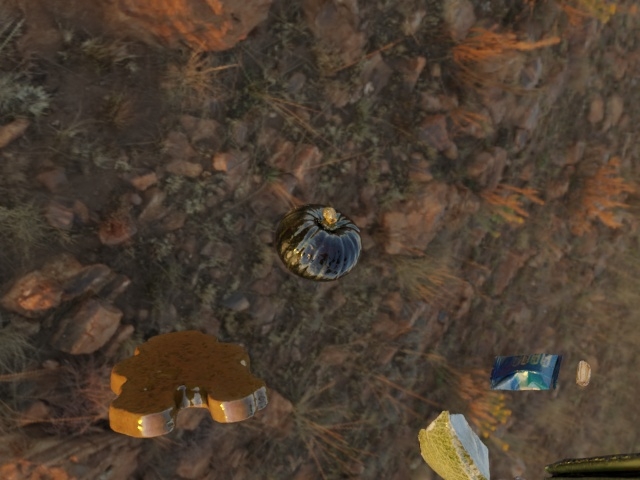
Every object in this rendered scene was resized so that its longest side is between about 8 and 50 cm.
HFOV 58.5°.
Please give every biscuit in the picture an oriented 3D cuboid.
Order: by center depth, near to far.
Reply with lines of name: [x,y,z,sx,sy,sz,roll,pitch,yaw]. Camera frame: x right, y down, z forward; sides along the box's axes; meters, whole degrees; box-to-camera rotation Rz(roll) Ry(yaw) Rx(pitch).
biscuit: [-0.175,0.176,0.737,0.186,0.295,0.044,-3,98,-14]

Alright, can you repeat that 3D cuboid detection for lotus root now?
lotus root: [0.802,0.409,1.743,0.030,0.037,0.083,80,28,-47]

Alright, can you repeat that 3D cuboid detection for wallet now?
wallet: [0.518,0.374,0.852,0.342,0.237,0.075,104,-3,-65]

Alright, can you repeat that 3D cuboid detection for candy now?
candy: [0.388,0.250,1.091,0.038,0.136,0.088,57,44,-24]

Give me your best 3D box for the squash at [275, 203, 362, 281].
squash: [-0.002,0.005,1.233,0.193,0.156,0.193,38,32,-30]

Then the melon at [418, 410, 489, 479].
melon: [0.244,0.363,0.977,0.093,0.139,0.202,-33,143,-18]

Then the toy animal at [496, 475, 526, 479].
toy animal: [0.488,0.663,1.463,0.212,0.124,0.124,34,75,-52]
